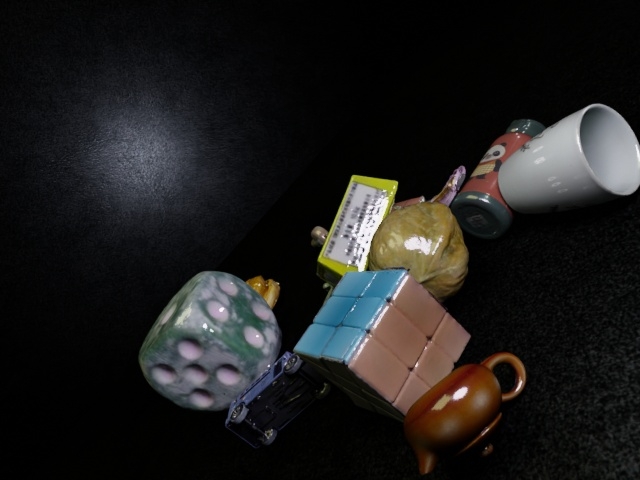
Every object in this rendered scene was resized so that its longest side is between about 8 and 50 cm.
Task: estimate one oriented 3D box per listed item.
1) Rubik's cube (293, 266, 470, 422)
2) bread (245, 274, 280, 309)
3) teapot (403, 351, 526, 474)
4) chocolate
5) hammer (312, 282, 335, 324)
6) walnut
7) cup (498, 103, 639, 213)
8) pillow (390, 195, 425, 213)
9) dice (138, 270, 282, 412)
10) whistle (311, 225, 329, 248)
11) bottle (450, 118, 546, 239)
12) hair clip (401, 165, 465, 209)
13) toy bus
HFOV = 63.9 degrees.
[{"bbox_3d":[0.124,0.211,1.060,0.224,0.221,0.231,-54,20,-21],"label":"Rubik's cube"},{"bbox_3d":[-0.265,0.243,1.991,0.236,0.120,0.198,-32,25,37],"label":"bread"},{"bbox_3d":[0.244,0.280,0.840,0.252,0.135,0.178,-32,-15,-16],"label":"teapot"},{"bbox_3d":[0.096,-0.012,1.456,0.289,0.137,0.300,96,-165,-77],"label":"chocolate"},{"bbox_3d":[0.011,0.217,1.602,0.103,0.029,0.246,-27,28,46],"label":"hammer"},{"bbox_3d":[0.229,0.027,1.211,0.283,0.227,0.283,-54,10,14],"label":"walnut"},{"bbox_3d":[0.534,-0.161,1.089,0.258,0.186,0.234,-22,-3,-28],"label":"cup"},{"bbox_3d":[0.237,-0.067,1.631,0.171,0.075,0.179,-54,19,-19],"label":"pillow"},{"bbox_3d":[-0.352,0.328,1.674,0.330,0.348,0.328,-44,17,24],"label":"dice"},{"bbox_3d":[0.000,0.000,1.979,0.057,0.107,0.220,-46,5,-12],"label":"whistle"},{"bbox_3d":[0.457,-0.164,1.269,0.336,0.144,0.144,-52,19,-26],"label":"bottle"},{"bbox_3d":[0.306,-0.095,1.382,0.110,0.095,0.358,-32,-3,-13],"label":"hair clip"},{"bbox_3d":[-0.104,0.391,1.326,0.292,0.125,0.133,-44,18,11],"label":"toy bus"}]
